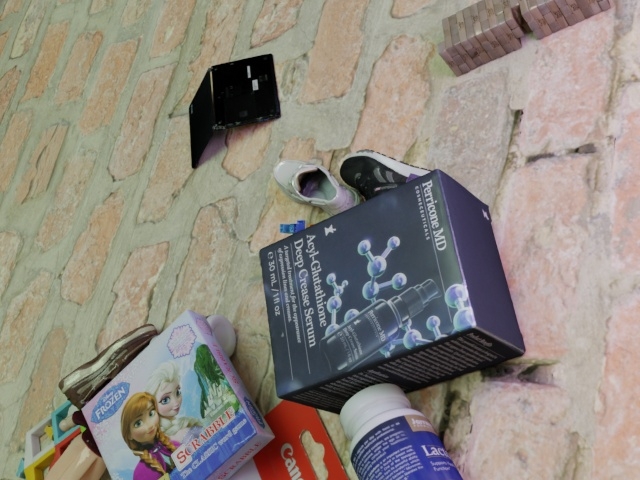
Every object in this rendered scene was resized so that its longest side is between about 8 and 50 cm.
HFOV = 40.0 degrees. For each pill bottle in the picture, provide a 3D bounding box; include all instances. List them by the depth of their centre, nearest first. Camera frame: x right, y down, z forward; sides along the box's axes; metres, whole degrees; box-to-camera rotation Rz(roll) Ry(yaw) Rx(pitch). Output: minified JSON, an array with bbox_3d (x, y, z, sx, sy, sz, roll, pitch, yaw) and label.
[{"bbox_3d":[0.137,0.374,1.447,0.153,0.153,0.265,-41,46,12],"label":"pill bottle"},{"bbox_3d":[-0.282,0.227,1.917,0.184,0.103,0.103,-17,55,32],"label":"pill bottle"}]

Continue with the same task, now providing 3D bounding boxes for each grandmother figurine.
[{"bbox_3d":[-0.488,0.451,1.924,0.207,0.104,0.342,36,99,4],"label":"grandmother figurine"}]

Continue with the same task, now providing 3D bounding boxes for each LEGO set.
[{"bbox_3d":[0.000,0.000,1.844,0.227,0.093,0.087,-1,87,38],"label":"LEGO set"}]

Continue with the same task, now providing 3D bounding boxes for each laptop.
[{"bbox_3d":[-0.230,-0.337,2.283,0.264,0.137,0.234,-12,54,3],"label":"laptop"}]

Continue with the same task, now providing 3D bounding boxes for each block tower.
[{"bbox_3d":[0.402,-0.456,1.783,0.335,0.091,0.097,-22,52,27],"label":"block tower"}]

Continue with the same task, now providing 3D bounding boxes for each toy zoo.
[{"bbox_3d":[-0.611,0.484,2.081,0.293,0.030,0.192,-38,46,15],"label":"toy zoo"}]

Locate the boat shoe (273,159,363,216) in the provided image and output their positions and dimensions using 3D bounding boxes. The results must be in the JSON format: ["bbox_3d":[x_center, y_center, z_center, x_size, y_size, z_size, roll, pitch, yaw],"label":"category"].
[{"bbox_3d":[-0.022,-0.130,1.926,0.277,0.096,0.098,27,84,45],"label":"boat shoe"}]

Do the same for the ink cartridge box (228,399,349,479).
[{"bbox_3d":[-0.142,0.484,1.655,0.385,0.091,0.308,-42,46,13],"label":"ink cartridge box"}]

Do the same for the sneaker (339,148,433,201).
[{"bbox_3d":[0.122,-0.096,1.759,0.283,0.107,0.124,19,61,45],"label":"sneaker"}]

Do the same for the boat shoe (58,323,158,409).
[{"bbox_3d":[-0.476,0.299,2.046,0.257,0.095,0.095,-36,82,-3],"label":"boat shoe"}]

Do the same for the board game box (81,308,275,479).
[{"bbox_3d":[-0.287,0.354,1.712,0.318,0.066,0.318,-43,55,9],"label":"board game box"}]

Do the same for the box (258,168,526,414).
[{"bbox_3d":[0.116,0.105,1.562,0.395,0.212,0.294,-24,60,26],"label":"box"}]
